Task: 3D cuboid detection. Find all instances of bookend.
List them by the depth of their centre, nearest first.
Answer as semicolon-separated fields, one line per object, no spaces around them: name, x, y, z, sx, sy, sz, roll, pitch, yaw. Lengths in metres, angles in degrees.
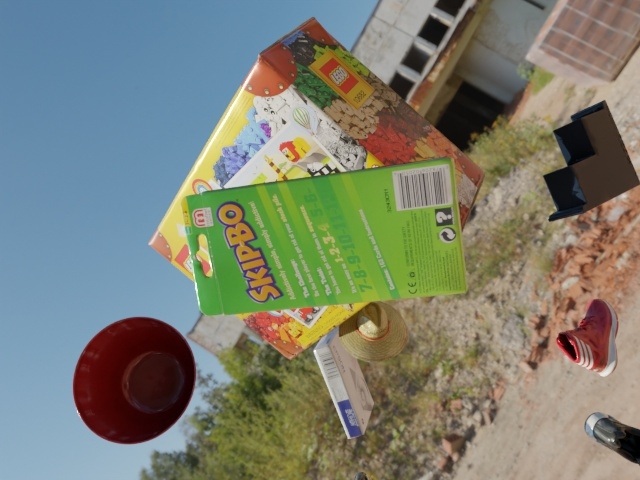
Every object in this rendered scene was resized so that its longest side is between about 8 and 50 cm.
bookend;0.432;-0.133;0.909;0.157;0.156;0.072;-23;0;-26

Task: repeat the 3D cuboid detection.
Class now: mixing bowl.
mixing bowl;-0.268;0.214;0.828;0.181;0.181;0.098;-57;-12;-14

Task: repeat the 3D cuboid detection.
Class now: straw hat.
straw hat;0.099;0.153;1.031;0.144;0.145;0.061;-54;-27;-36

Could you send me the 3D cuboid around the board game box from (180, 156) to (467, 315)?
board game box;0.000;0.000;0.517;0.039;0.260;0.124;-53;-45;-78

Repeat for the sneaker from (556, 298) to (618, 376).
sneaker;0.664;0.219;1.356;0.087;0.128;0.221;115;176;-45

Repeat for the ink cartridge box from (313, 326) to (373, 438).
ink cartridge box;0.065;0.316;1.291;0.045;0.223;0.224;-20;5;14

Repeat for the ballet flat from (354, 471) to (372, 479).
ballet flat;0.120;0.591;1.140;0.058;0.084;0.250;-33;23;10

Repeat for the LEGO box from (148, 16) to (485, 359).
LEGO box;-0.033;-0.054;0.958;0.500;0.372;0.193;-45;7;44

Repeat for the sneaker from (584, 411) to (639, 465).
sneaker;0.679;0.438;1.129;0.106;0.234;0.078;-147;81;-85
